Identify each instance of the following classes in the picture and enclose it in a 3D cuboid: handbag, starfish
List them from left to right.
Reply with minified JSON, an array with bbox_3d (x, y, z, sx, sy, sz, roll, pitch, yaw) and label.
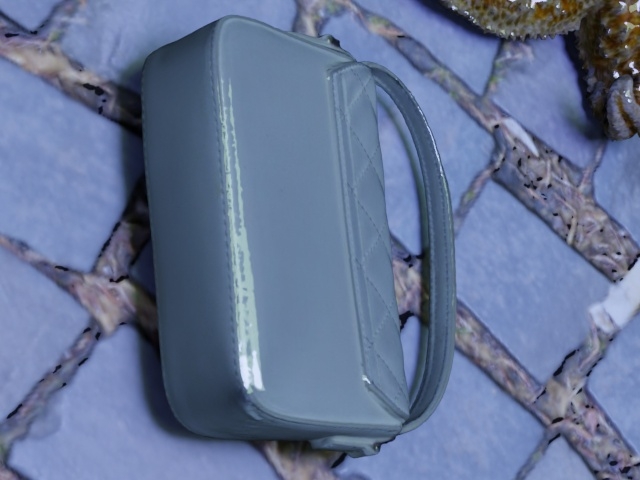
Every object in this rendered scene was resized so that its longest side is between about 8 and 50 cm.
[{"bbox_3d":[0.000,0.000,1.097,0.219,0.079,0.256,10,70,-45],"label":"handbag"},{"bbox_3d":[0.199,-0.224,1.286,0.303,0.113,0.312,49,57,-13],"label":"starfish"}]
